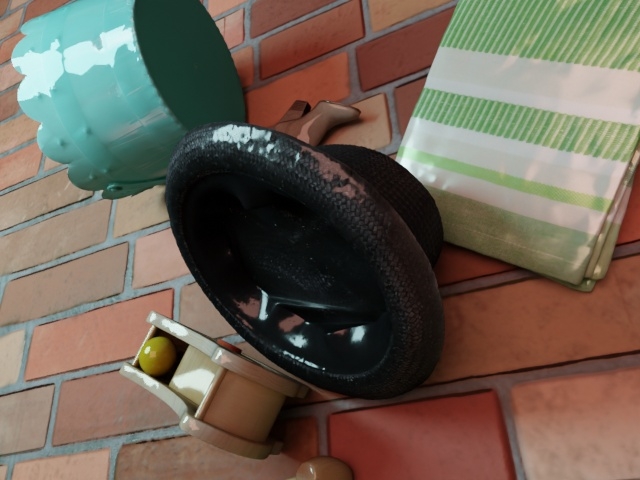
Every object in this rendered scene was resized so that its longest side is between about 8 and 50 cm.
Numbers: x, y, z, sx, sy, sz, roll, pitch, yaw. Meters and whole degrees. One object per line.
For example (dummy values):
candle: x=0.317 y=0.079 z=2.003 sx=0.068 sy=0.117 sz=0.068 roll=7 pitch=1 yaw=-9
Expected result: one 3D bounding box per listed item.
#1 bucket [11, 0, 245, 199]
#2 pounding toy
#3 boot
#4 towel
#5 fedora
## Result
bucket: x=-0.240 y=-0.208 z=0.753 sx=0.183 sy=0.281 sz=0.281 roll=-14 pitch=60 yaw=21
pounding toy: x=-0.109 y=0.182 z=0.550 sx=0.270 sy=0.154 sz=0.154 roll=17 pitch=75 yaw=35
boot: x=-0.011 y=-0.141 z=0.732 sx=0.119 sy=0.042 sz=0.086 roll=14 pitch=80 yaw=34
towel: x=0.214 y=-0.140 z=0.558 sx=0.248 sy=0.038 sz=0.324 roll=24 pitch=96 yaw=36
fedora: x=0.000 y=0.000 z=0.558 sx=0.334 sy=0.334 sz=0.152 roll=21 pitch=44 yaw=35
